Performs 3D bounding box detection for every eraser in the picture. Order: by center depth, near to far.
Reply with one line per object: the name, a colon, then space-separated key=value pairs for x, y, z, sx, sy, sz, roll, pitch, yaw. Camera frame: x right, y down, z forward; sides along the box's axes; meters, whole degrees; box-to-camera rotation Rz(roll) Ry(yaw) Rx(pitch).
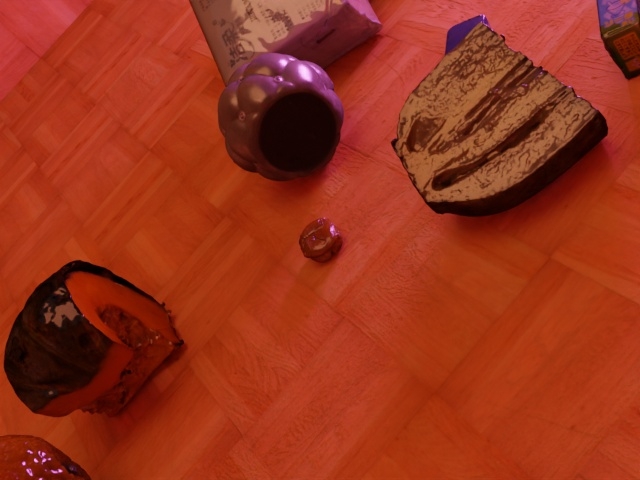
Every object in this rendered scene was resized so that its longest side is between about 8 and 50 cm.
eraser: x=0.261 y=-0.310 z=1.612 sx=0.081 sy=0.036 sz=0.225 roll=-19 pitch=44 yaw=33

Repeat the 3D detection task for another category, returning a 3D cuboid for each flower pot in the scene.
flower pot: x=-0.078 y=-0.236 z=1.715 sx=0.246 sy=0.246 sz=0.195 roll=-45 pitch=36 yaw=2

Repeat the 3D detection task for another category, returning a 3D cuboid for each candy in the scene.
candy: x=0.470 y=-0.351 z=1.389 sx=0.062 sy=0.097 sz=0.195 roll=-22 pitch=43 yaw=32

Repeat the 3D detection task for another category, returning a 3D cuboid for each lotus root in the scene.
lotus root: x=0.258 y=-0.144 z=1.373 sx=0.260 sy=0.149 sz=0.267 roll=-46 pitch=53 yaw=7

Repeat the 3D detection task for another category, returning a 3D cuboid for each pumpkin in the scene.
pumpkin: x=-0.424 y=0.183 z=1.642 sx=0.256 sy=0.303 sz=0.225 roll=42 pitch=96 yaw=27

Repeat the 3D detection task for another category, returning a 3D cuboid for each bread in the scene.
bread: x=0.000 y=0.000 z=1.572 sx=0.081 sy=0.046 sz=0.083 roll=-19 pitch=43 yaw=29

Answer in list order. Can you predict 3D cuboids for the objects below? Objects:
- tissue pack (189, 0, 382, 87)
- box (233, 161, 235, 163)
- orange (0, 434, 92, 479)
tissue pack: x=-0.106 y=-0.545 z=1.948 sx=0.331 sy=0.205 sz=0.405 roll=-32 pitch=69 yaw=22
box: x=-0.121 y=-0.194 z=1.892 sx=0.126 sy=0.031 sz=0.091 roll=-4 pitch=53 yaw=43
orange: x=-0.526 y=0.470 z=1.420 sx=0.357 sy=0.322 sz=0.322 roll=-40 pitch=36 yaw=0
